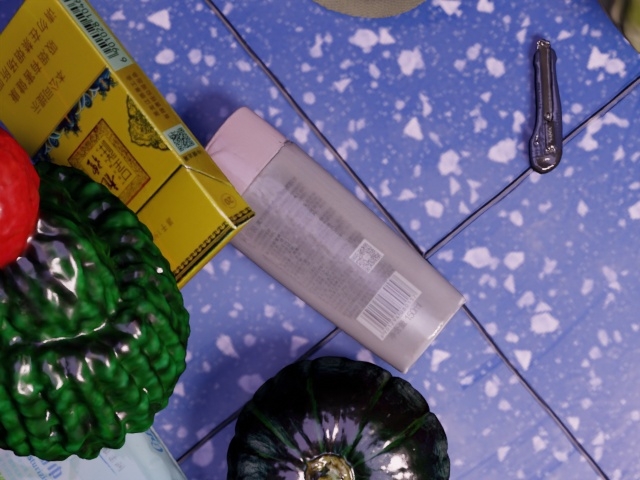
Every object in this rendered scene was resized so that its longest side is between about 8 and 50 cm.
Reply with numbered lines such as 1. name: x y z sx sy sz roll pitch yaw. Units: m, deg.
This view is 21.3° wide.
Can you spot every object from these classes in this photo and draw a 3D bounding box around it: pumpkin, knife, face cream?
1. pumpkin: 0.015 0.200 1.473 0.202 0.140 0.202 0 87 8
2. knife: 0.201 -0.120 1.525 0.031 0.018 0.121 -2 86 4
3. face cream: 0.000 0.000 1.512 0.269 0.073 0.107 39 93 5

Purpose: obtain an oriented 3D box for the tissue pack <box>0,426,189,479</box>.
1. tissue pack: -0.195 0.259 1.516 0.177 0.089 0.263 -35 86 2

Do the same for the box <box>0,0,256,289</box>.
1. box: -0.189 -0.086 1.510 0.279 0.041 0.153 52 131 5

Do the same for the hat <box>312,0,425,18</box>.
1. hat: 0.040 -0.331 1.493 0.252 0.252 0.110 42 50 5

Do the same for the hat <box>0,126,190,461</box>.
1. hat: -0.251 0.008 1.374 0.274 0.332 0.242 20 59 26

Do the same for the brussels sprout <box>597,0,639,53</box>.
1. brussels sprout: 0.347 -0.264 1.401 0.316 0.242 0.274 2 83 6
